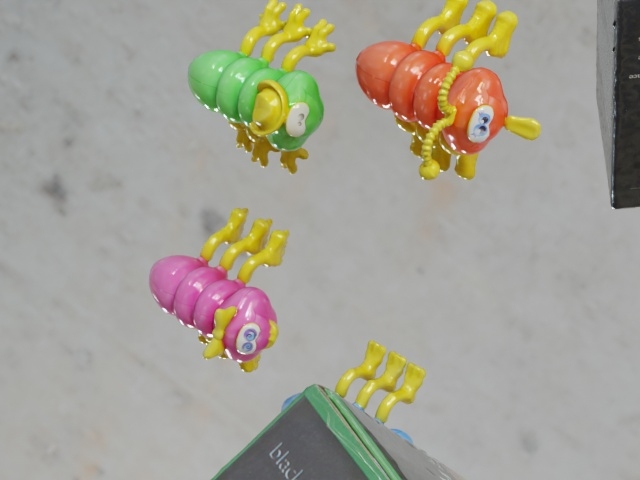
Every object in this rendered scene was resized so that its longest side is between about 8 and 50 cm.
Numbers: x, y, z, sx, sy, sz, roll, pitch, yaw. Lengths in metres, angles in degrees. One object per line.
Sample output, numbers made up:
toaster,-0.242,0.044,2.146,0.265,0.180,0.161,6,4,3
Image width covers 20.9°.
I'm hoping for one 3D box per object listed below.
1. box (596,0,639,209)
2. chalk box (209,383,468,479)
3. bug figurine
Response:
box,0.258,-0.126,1.122,0.153,0.108,0.207,-4,142,4
chalk box,0.015,0.188,0.611,0.180,0.179,0.289,50,-173,34
bug figurine,0.000,0.000,0.898,0.216,0.072,0.279,24,111,37
